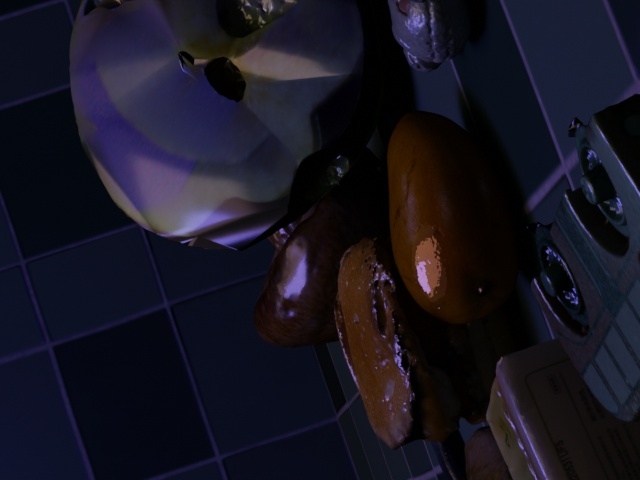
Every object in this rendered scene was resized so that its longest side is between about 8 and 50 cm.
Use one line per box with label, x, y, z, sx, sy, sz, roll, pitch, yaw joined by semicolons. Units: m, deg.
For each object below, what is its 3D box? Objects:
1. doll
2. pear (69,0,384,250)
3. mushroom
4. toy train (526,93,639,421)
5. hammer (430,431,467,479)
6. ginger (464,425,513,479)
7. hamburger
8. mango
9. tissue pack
doll;0.096;-0.211;1.656;0.214;0.072;0.103;66;-164;-78
pear;-0.080;-0.193;2.126;0.165;0.399;0.398;-6;-105;-61
mushroom;0.012;-0.005;2.261;0.263;0.195;0.283;-69;-21;-68
toy train;0.216;0.007;1.102;0.326;0.129;0.159;94;151;-69
hammer;0.202;0.351;2.351;0.137;0.037;0.289;82;167;-57
ginger;0.217;0.292;1.836;0.116;0.109;0.263;-58;45;45
hamburger;0.114;0.091;1.918;0.244;0.163;0.244;168;90;-77
mango;0.117;-0.027;1.760;0.145;0.112;0.219;121;135;-61
tissue pack;0.228;0.173;1.263;0.125;0.159;0.234;85;164;-61
